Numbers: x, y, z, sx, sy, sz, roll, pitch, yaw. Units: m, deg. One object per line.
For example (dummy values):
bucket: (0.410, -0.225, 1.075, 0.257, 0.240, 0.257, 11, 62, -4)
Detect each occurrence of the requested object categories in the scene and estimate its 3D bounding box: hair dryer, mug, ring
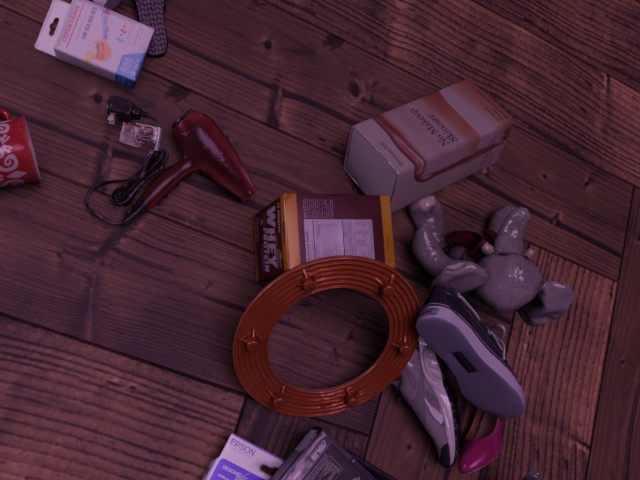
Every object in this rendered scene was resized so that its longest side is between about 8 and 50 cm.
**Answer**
hair dryer: (-0.255, -0.126, 1.256, 0.294, 0.080, 0.223, 9, 92, -14)
mug: (-0.552, -0.136, 1.126, 0.170, 0.150, 0.113, -14, 121, -19)
ring: (0.019, 0.177, 1.195, 0.337, 0.032, 0.336, -8, 121, -13)

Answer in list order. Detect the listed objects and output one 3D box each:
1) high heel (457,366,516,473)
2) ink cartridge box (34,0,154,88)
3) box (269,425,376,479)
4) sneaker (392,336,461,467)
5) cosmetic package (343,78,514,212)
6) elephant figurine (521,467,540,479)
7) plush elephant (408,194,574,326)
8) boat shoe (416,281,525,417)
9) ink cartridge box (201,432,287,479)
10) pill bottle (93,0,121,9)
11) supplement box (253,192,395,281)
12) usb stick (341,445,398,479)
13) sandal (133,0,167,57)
high heel: (0.313, 0.331, 1.342, 0.244, 0.082, 0.117, -37, 103, -36)
ink cartridge box: (-0.397, -0.354, 1.229, 0.182, 0.061, 0.104, 20, 84, -16)
box: (-0.013, 0.460, 1.171, 0.183, 0.056, 0.231, 46, 68, -9)
sneaker: (0.201, 0.300, 1.328, 0.108, 0.100, 0.271, -16, 94, 15)
cosmetic package: (0.212, -0.189, 1.379, 0.296, 0.129, 0.153, -27, 61, -24)
elephant figurine: (0.276, 0.533, 1.275, 0.240, 0.169, 0.185, 4, 48, -5)
plush elephant: (0.323, 0.045, 1.329, 0.272, 0.255, 0.329, 14, 74, -18)
boat shoe: (0.280, 0.200, 1.262, 0.306, 0.113, 0.104, 46, 48, -21)
ink cartridge box: (-0.117, 0.464, 1.184, 0.206, 0.045, 0.208, 33, 71, -13)
pill bottle: (-0.424, -0.491, 1.239, 0.169, 0.094, 0.094, 44, 67, -7)
supplement box: (0.000, 0.000, 1.248, 0.194, 0.191, 0.129, 0, 80, -22)
usb stick: (0.084, 0.445, 1.268, 0.278, 0.045, 0.077, 34, 62, -12)
sandal: (-0.317, -0.430, 1.304, 0.067, 0.040, 0.179, -3, 94, -16)
